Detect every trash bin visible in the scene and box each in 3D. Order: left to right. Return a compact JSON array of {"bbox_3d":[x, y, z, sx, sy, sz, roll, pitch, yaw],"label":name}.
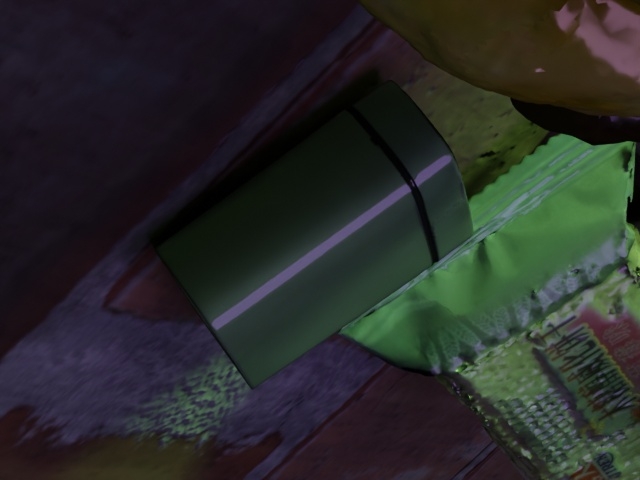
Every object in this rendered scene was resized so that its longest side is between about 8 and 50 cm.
[{"bbox_3d":[0.000,0.000,0.857,0.130,0.059,0.116,-36,157,-5],"label":"trash bin"}]

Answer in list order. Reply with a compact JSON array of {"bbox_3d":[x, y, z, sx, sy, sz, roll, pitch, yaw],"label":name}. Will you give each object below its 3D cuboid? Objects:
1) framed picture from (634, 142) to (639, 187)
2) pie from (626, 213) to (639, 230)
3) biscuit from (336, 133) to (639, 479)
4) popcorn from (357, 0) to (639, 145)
[{"bbox_3d":[0.213,-0.086,1.067,0.128,0.023,0.168,-43,157,11],"label":"framed picture"},{"bbox_3d":[0.204,0.046,1.217,0.248,0.090,0.201,-20,156,-30],"label":"pie"},{"bbox_3d":[0.143,0.068,1.072,0.186,0.079,0.309,-33,136,6],"label":"biscuit"},{"bbox_3d":[0.163,-0.139,0.506,0.349,0.349,0.381,-25,161,-31],"label":"popcorn"}]
